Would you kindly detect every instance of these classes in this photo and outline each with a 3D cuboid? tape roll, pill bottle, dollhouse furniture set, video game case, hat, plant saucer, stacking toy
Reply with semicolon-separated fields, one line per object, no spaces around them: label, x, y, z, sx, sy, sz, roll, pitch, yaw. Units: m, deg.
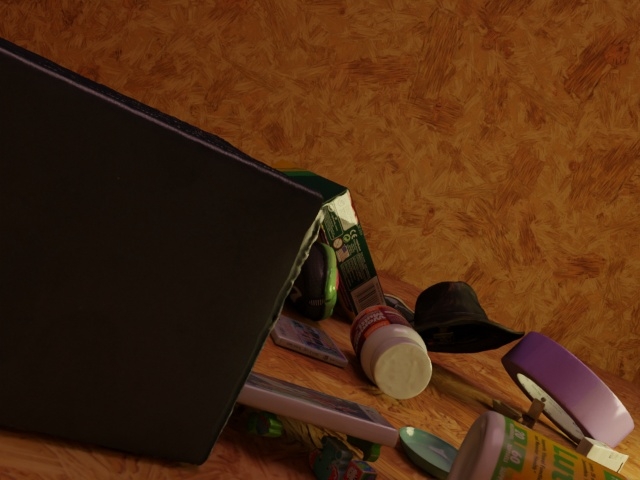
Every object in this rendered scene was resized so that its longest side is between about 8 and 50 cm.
tape roll;0.516;0.324;1.289;0.275;0.090;0.275;48;-5;6
pill bottle;0.128;0.203;1.126;0.121;0.121;0.221;24;5;-8
dollhouse furniture set;0.404;0.338;1.257;0.091;0.081;0.114;21;7;-38
pill bottle;0.275;0.307;0.683;0.246;0.136;0.136;25;5;8
video game case;-0.020;0.193;0.726;0.201;0.023;0.183;16;-9;-1
hat;0.297;0.167;1.362;0.331;0.134;0.331;2;-20;1
plant saucer;0.159;0.301;0.844;0.119;0.021;0.119;25;5;-2
stacking toy;0.032;0.253;0.630;0.167;0.052;0.221;23;3;-36
video game case;-0.033;0.183;1.149;0.143;0.019;0.157;23;5;-18

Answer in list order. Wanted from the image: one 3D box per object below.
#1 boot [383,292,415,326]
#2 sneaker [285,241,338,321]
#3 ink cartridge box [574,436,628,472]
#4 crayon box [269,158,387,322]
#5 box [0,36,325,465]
boot;0.217;0.214;1.708;0.198;0.077;0.137;24;10;8
sneaker;-0.123;0.056;1.410;0.202;0.185;0.483;-5;21;-33
ink cartridge box;0.528;0.416;1.153;0.115;0.063;0.029;22;8;-29
crayon box;0.000;0.000;1.545;0.313;0.106;0.363;33;-31;53
box;-0.325;-0.054;0.660;0.480;0.297;0.472;23;4;-25
